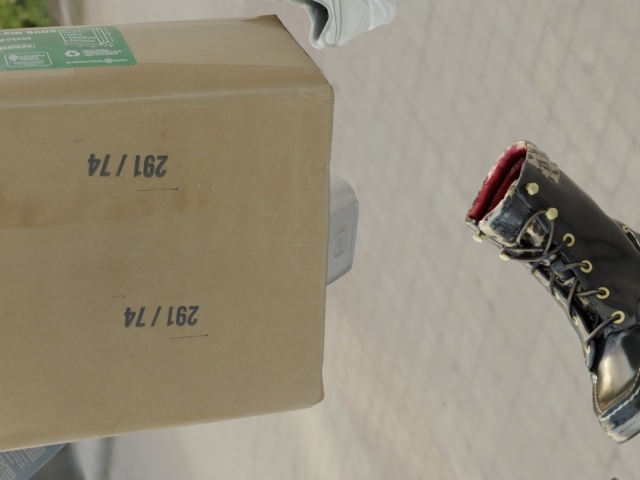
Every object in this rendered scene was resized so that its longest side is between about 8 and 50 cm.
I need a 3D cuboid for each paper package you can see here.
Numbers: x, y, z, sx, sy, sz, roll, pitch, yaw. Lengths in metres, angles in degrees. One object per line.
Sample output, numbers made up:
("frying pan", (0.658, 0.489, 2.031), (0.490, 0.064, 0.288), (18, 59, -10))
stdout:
("paper package", (-0.163, -0.010, 1.199), (0.168, 0.325, 0.309), (-129, 37, -59))

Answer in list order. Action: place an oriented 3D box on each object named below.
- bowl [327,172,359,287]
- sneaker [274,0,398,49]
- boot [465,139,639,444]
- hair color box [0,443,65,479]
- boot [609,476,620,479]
("bowl", (0.000, 0.000, 1.762), (0.053, 0.142, 0.142), (15, 111, 23))
("sneaker", (-0.018, -0.288, 1.469), (0.232, 0.115, 0.090), (58, 162, -17))
("boot", (0.308, 0.051, 1.825), (0.284, 0.377, 0.138), (39, 125, -11))
("hair color box", (-0.403, 0.247, 1.789), (0.185, 0.374, 0.113), (-33, 96, 36))
("boot", (0.319, 0.414, 1.661), (0.246, 0.207, 0.094), (52, -169, 22))
